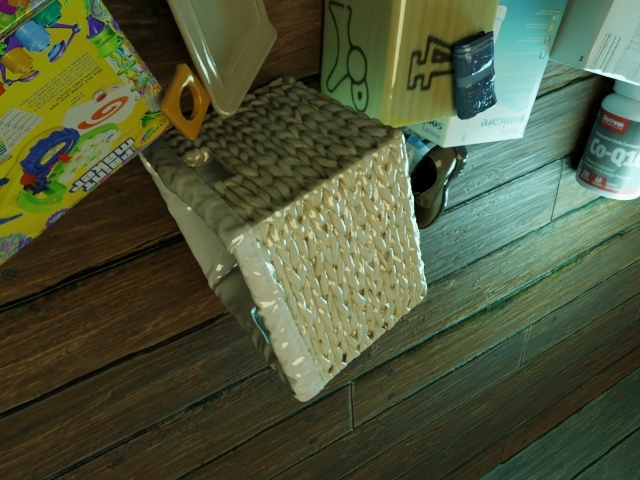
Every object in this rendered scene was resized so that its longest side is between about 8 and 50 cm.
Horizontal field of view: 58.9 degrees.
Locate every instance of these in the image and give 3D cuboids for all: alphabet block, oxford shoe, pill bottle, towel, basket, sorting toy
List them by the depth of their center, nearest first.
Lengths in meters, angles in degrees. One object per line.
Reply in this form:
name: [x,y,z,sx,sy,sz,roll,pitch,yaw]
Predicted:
sorting toy: [-0.128,-0.280,0.687,0.196,0.047,0.348,67,36,-51]
towel: [0.225,-0.237,0.824,0.067,0.029,0.119,-30,133,-15]
basket: [-0.045,-0.016,0.837,0.266,0.328,0.331,-32,132,-18]
alphabet block: [0.126,-0.304,0.859,0.193,0.192,0.197,-15,128,-25]
oxford shoe: [0.202,-0.101,1.116,0.096,0.083,0.227,-22,146,-25]
pill bottle: [0.738,-0.257,1.361,0.161,0.161,0.283,-14,127,-29]

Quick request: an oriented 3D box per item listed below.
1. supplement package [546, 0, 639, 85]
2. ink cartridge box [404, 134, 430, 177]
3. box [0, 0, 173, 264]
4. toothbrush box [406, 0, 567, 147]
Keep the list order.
supplement package: [0.499,-0.401,1.059,0.203,0.194,0.149,-1,120,-36]
ink cartridge box: [0.170,-0.157,1.107,0.048,0.028,0.083,30,99,-45]
box: [-0.335,-0.142,0.555,0.290,0.177,0.279,-41,170,-6]
toothbrush box: [0.288,-0.329,1.003,0.216,0.126,0.296,-13,126,-30]
